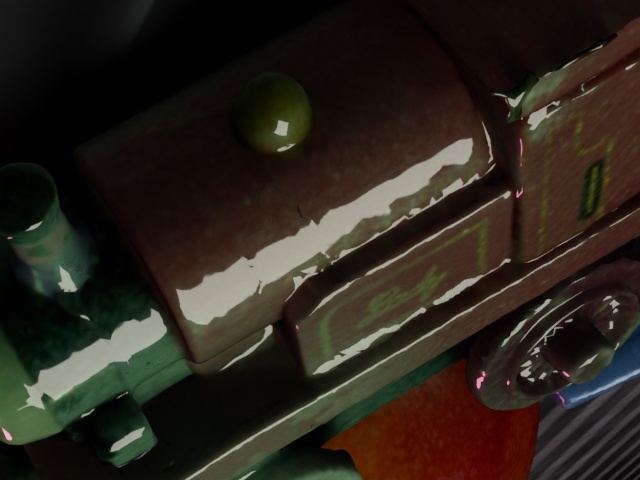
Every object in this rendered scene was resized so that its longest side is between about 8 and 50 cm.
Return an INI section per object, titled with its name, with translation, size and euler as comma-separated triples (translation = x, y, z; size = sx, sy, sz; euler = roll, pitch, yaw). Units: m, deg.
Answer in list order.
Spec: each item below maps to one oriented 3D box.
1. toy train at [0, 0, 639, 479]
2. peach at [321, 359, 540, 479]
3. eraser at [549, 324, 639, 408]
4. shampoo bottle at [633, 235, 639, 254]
[toy train]
translation = 0.000, 0.000, 0.528
size = 0.304, 0.150, 0.221
euler = -31, 151, -11
[peach]
translation = 0.011, 0.079, 0.745
size = 0.190, 0.192, 0.190
euler = 1, 146, 1
[eraser]
translation = 0.192, 0.050, 0.969
size = 0.144, 0.042, 0.312
euler = -28, 177, 1
[shampoo bottle]
translation = 0.128, 0.022, 0.917
size = 0.227, 0.056, 0.086
euler = -26, 165, -29
